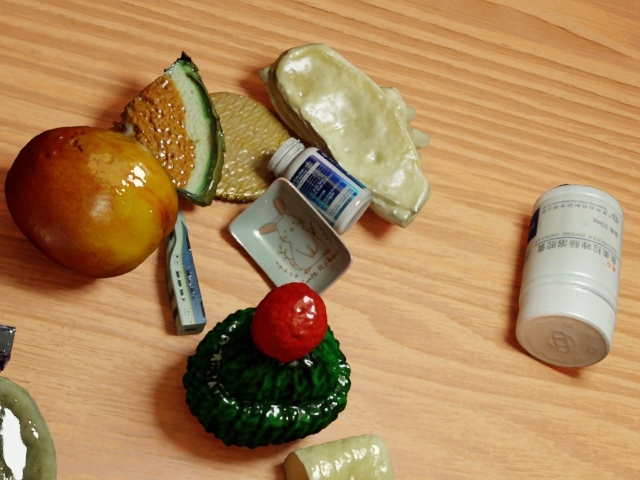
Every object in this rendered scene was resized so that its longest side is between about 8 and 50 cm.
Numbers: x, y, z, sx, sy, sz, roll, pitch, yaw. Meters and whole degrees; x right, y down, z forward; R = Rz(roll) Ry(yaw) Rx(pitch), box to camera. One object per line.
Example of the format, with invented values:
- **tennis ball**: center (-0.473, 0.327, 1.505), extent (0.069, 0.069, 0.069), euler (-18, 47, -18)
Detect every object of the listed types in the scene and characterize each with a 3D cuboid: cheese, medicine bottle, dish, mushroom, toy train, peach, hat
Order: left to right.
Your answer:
- **mushroom**: center (-0.483, 0.341, 1.550), extent (0.247, 0.130, 0.344), euler (33, 47, -42)
- **peach**: center (-0.376, -0.073, 1.803), extent (0.281, 0.281, 0.238), euler (30, 47, -6)
- **toy train**: center (-0.248, 0.051, 1.925), extent (0.051, 0.052, 0.234), euler (-5, 64, -22)
- **hat**: center (-0.060, 0.193, 1.753), extent (0.274, 0.332, 0.242), euler (-24, 72, -32)
- **dish**: center (-0.046, 0.006, 2.008), extent (0.212, 0.151, 0.077), euler (49, 12, 8)
- **medicine bottle**: center (-0.004, -0.106, 2.056), extent (0.191, 0.107, 0.107), euler (39, 52, 8)
- **cheese**: center (0.033, 0.393, 1.825), extent (0.167, 0.094, 0.123), euler (-5, 62, -28)
- **medicine bottle**: center (0.501, 0.071, 2.180), extent (0.190, 0.190, 0.332), euler (23, 54, -11)

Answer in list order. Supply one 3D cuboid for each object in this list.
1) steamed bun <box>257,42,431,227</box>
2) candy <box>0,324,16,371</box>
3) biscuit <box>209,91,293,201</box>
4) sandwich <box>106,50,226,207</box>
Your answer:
- **steamed bun**: center (0.087, -0.230, 2.196), extent (0.247, 0.189, 0.428), euler (-43, 82, -8)
- **candy**: center (-0.630, 0.141, 1.666), extent (0.312, 0.088, 0.061), euler (12, 56, -19)
- **biscuit**: center (-0.168, -0.182, 2.112), extent (0.254, 0.035, 0.254), euler (11, 59, -19)
- **sandwich**: center (-0.268, -0.173, 1.989), extent (0.212, 0.109, 0.292), euler (-26, 70, -7)
